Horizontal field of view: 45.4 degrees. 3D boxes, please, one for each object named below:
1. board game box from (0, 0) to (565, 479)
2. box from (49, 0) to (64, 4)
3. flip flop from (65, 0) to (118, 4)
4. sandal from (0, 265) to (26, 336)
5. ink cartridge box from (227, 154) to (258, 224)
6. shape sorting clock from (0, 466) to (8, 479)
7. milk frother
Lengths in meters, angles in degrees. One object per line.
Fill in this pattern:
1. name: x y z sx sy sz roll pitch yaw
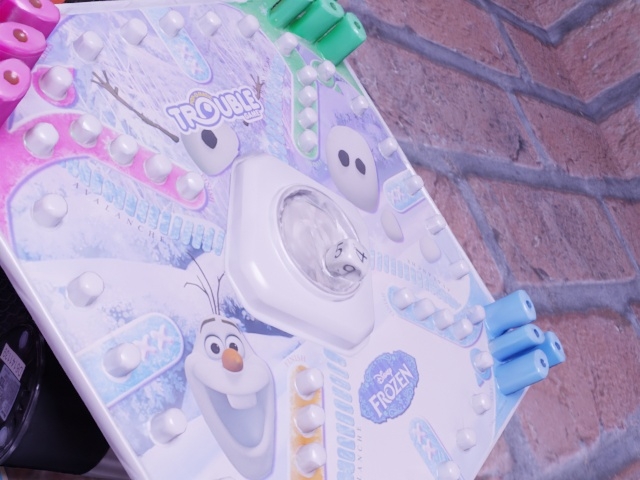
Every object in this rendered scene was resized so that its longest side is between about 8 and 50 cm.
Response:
1. board game box: 0.000 0.000 0.496 0.390 0.050 0.390 59 36 0
2. box: -0.243 -0.267 0.562 0.122 0.128 0.257 35 16 -41
3. flip flop: -0.140 -0.238 0.790 0.277 0.112 0.080 16 36 -38
4. sandal: -0.280 -0.043 0.489 0.097 0.054 0.255 -27 94 -50
5. ink cartridge box: -0.105 -0.043 0.592 0.233 0.168 0.171 54 34 -4
6. shape sorting clock: -0.246 0.142 0.374 0.206 0.040 0.206 32 40 -32
7. milk frother: -0.124 0.069 0.476 0.134 0.143 0.129 24 15 -40
